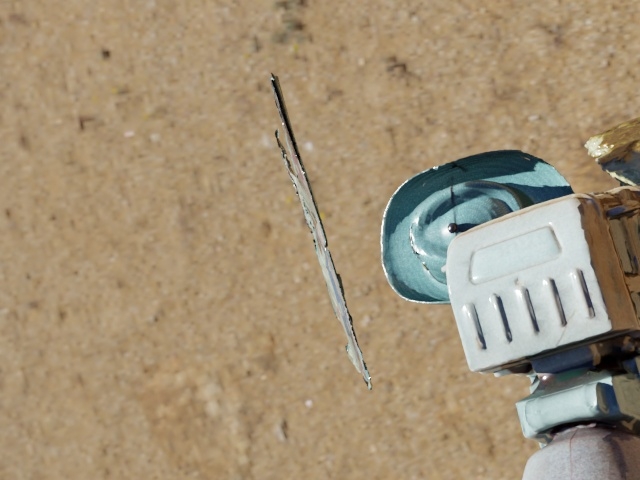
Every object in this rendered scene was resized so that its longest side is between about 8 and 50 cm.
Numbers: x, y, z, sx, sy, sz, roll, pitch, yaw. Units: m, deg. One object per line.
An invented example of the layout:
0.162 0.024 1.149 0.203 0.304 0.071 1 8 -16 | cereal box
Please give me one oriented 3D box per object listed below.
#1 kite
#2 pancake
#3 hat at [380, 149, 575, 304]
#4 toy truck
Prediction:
0.000 0.000 1.087 0.314 0.012 0.335 -111 4 -46 | kite
0.353 -0.107 1.278 0.057 0.266 0.244 66 156 -5 | pancake
0.134 -0.008 1.197 0.191 0.078 0.138 -12 77 17 | hat
0.135 0.102 0.643 0.108 0.140 0.256 -20 79 30 | toy truck
